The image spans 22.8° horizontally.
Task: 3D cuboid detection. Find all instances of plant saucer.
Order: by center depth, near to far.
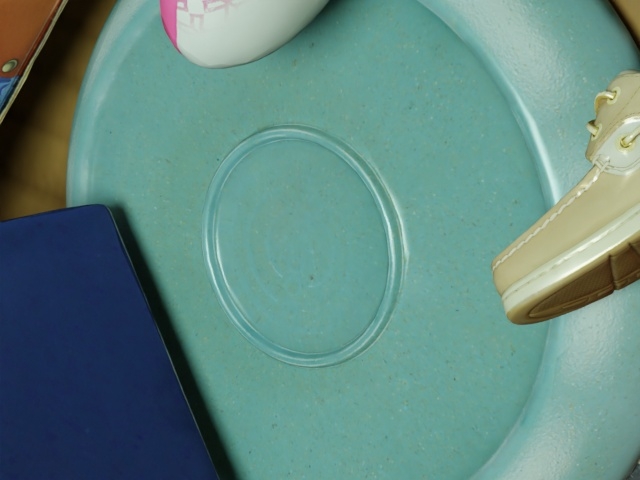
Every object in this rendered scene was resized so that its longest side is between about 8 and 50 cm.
[{"bbox_3d":[0.000,0.000,0.671,0.317,0.043,0.318,8,104,34],"label":"plant saucer"}]

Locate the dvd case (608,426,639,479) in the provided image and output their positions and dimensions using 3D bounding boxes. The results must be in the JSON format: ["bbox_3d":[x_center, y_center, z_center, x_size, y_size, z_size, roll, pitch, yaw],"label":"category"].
[{"bbox_3d":[0.155,0.128,0.622,0.087,0.013,0.119,-5,100,35],"label":"dvd case"}]

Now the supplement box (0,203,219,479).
[{"bbox_3d":[-0.227,0.151,0.742,0.356,0.194,0.195,-32,77,45],"label":"supplement box"}]

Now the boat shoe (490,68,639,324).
[{"bbox_3d":[0.124,-0.037,0.553,0.170,0.063,0.059,-37,71,6],"label":"boat shoe"}]

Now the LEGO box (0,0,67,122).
[{"bbox_3d":[-0.401,-0.215,0.663,0.500,0.372,0.193,53,125,21],"label":"LEGO box"}]

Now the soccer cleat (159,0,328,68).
[{"bbox_3d":[0.052,-0.190,0.531,0.143,0.116,0.331,28,109,9],"label":"soccer cleat"}]
